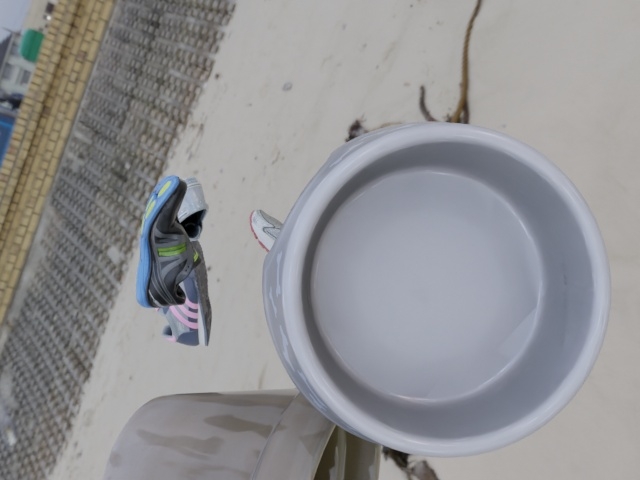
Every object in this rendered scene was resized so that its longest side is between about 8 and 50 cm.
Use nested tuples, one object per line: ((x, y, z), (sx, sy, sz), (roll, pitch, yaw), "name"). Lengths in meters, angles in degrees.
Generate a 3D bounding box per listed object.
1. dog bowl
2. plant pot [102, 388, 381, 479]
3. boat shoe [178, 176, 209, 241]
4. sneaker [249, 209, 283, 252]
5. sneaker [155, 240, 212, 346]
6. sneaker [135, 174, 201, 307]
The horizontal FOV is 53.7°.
((0.115, 0.045, 0.620), (0.102, 0.349, 0.349), (166, 122, -86), "dog bowl")
((-0.101, 0.317, 0.791), (0.280, 0.323, 0.323), (7, 76, 22), "plant pot")
((-0.259, -0.035, 1.184), (0.081, 0.079, 0.227), (63, 151, 12), "boat shoe")
((0.000, 0.000, 0.960), (0.088, 0.225, 0.093), (-86, 19, -74), "sneaker")
((-0.334, 0.130, 1.496), (0.112, 0.131, 0.319), (-89, 1, -56), "sneaker")
((-0.186, 0.004, 0.791), (0.067, 0.078, 0.188), (-107, 26, -59), "sneaker")
